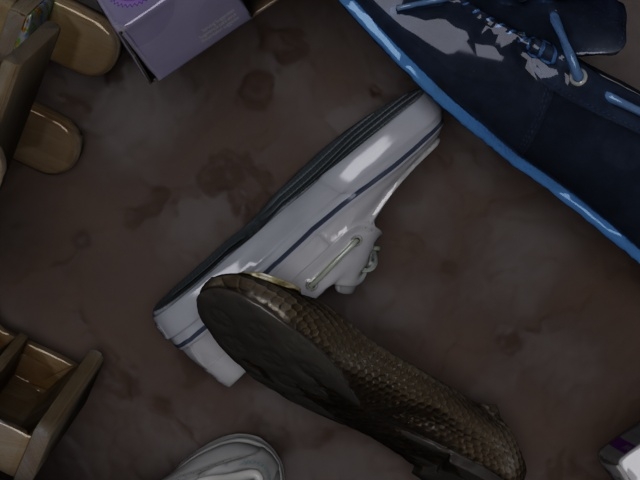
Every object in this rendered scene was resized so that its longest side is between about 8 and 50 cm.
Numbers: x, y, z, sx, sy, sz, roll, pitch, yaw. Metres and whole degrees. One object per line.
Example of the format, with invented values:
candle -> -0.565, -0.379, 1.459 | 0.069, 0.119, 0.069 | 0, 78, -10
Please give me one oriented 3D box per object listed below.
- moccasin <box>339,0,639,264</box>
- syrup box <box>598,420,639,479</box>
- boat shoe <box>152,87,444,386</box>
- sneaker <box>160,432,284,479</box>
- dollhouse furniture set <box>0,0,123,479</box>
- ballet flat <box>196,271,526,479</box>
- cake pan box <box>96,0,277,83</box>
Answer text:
moccasin -> 0.147, -0.105, 1.222 | 0.342, 0.138, 0.117 | 36, 105, -13
syrup box -> 0.296, 0.106, 1.232 | 0.237, 0.096, 0.093 | -35, 89, 1
boat shoe -> 0.000, 0.000, 1.249 | 0.226, 0.083, 0.076 | -40, 102, 12
sneaker -> -0.115, 0.197, 1.235 | 0.212, 0.094, 0.080 | -41, 92, 1
dollhouse furniture set -> -0.189, -0.005, 1.182 | 0.161, 0.212, 0.242 | 26, 117, 1
ballet flat -> 0.032, 0.084, 1.223 | 0.250, 0.084, 0.058 | 34, 63, -20
cake pan box -> -0.060, -0.252, 1.185 | 0.246, 0.070, 0.267 | -33, 59, 3
